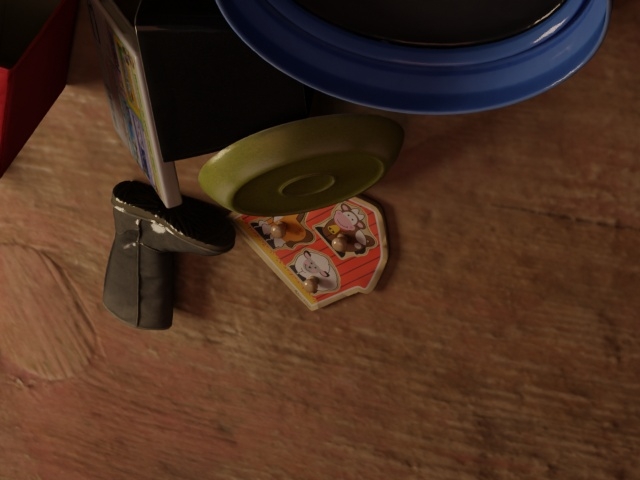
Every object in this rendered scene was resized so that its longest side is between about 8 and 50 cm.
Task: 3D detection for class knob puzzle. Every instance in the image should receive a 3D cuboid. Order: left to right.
[{"bbox_3d":[0.000,0.000,2.246,0.213,0.030,0.213,13,131,15],"label":"knob puzzle"}]

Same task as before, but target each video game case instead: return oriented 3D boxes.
[{"bbox_3d":[-0.217,-0.171,2.115,0.023,0.193,0.212,-20,129,-15],"label":"video game case"}]

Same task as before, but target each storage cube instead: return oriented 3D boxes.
[{"bbox_3d":[-0.406,-0.221,2.121,0.184,0.215,0.193,23,140,4],"label":"storage cube"}]

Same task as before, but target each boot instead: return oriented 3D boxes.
[{"bbox_3d":[-0.198,0.038,2.336,0.190,0.076,0.208,26,129,22],"label":"boot"}]

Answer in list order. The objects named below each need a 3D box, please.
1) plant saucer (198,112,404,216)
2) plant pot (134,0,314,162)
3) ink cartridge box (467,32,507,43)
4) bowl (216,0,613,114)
[{"bbox_3d":[-0.017,-0.077,2.073,0.241,0.037,0.241,-13,163,-4],"label":"plant saucer"},{"bbox_3d":[-0.094,-0.213,2.013,0.167,0.187,0.188,0,128,8],"label":"plant pot"},{"bbox_3d":[0.154,-0.288,1.905,0.198,0.067,0.115,44,132,-15],"label":"ink cartridge box"},{"bbox_3d":[0.089,-0.263,1.776,0.391,0.077,0.391,7,151,4],"label":"bowl"}]
